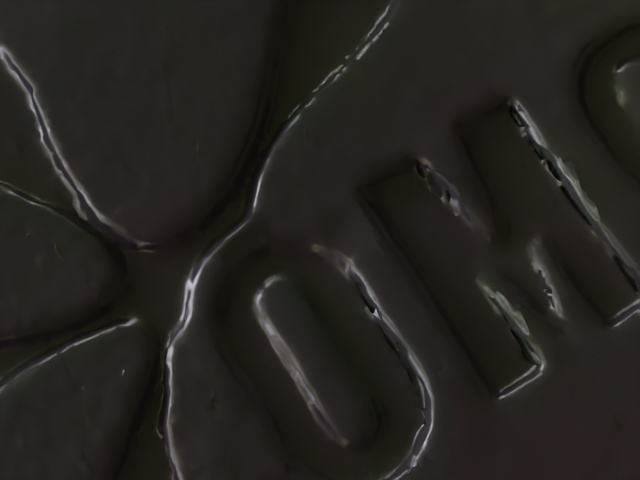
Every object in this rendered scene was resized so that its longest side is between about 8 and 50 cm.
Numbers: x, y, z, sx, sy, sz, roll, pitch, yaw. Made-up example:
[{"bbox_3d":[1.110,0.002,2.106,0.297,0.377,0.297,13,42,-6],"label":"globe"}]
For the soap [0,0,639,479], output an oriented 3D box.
[{"bbox_3d":[0.000,0.000,0.379,0.296,0.107,0.285,-33,-108,-4],"label":"soap"}]
